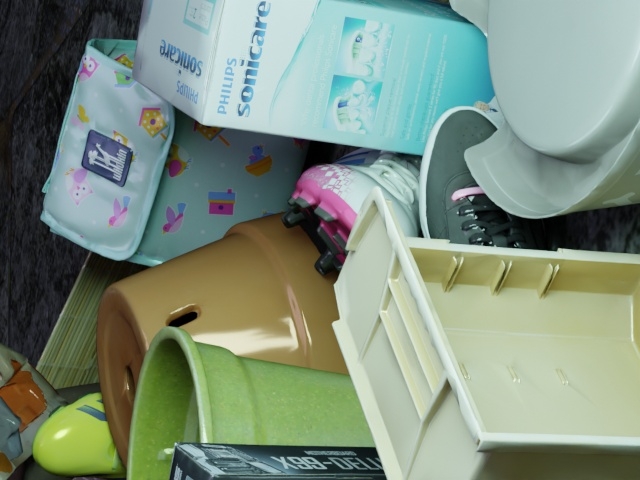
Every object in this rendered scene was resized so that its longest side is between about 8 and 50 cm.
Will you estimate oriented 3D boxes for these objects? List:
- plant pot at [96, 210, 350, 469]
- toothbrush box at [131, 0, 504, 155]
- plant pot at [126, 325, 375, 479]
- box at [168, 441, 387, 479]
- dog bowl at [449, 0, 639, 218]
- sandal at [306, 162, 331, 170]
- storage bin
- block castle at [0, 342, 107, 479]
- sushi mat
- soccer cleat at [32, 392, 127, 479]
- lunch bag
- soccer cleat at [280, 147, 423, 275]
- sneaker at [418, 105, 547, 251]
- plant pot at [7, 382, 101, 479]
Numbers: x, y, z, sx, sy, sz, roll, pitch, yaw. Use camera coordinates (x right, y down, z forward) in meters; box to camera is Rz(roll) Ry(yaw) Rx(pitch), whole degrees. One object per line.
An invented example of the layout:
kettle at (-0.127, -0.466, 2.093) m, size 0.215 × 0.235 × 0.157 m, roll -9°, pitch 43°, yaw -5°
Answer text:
plant pot at (-0.100, 0.125, 1.900) m, size 0.291 × 0.203 × 0.291 m, roll 172°, pitch 90°, yaw -68°
toothbrush box at (0.007, -0.161, 1.681) m, size 0.216 × 0.295 × 0.126 m, roll -144°, pitch 62°, yaw -64°
plant pot at (-0.019, 0.215, 1.685) m, size 0.276 × 0.253 × 0.276 m, roll -178°, pitch 90°, yaw -72°
box at (0.013, 0.291, 1.545) m, size 0.076 × 0.307 × 0.242 m, roll 28°, pitch 111°, yaw 58°
dog bowl at (0.218, -0.185, 1.444) m, size 0.349 × 0.102 × 0.349 m, roll -174°, pitch 90°, yaw -66°
sandal at (0.000, 0.000, 1.948) m, size 0.219 × 0.060 × 0.090 m, roll -99°, pitch 27°, yaw -42°
storage bin at (0.167, 0.086, 1.297) m, size 0.260 × 0.262 × 0.123 m, roll -110°, pitch 32°, yaw -45°
block castle at (-0.352, 0.303, 2.017) m, size 0.213 × 0.453 × 0.303 m, roll -42°, pitch 2°, yaw 11°
sushi mat at (-0.260, 0.099, 2.331) m, size 0.019 × 0.151 × 0.317 m, roll 36°, pitch 104°, yaw 45°
soccer cleat at (-0.164, 0.221, 2.002) m, size 0.121 × 0.289 × 0.093 m, roll 34°, pitch 110°, yaw 48°
lunch bag at (-0.157, -0.087, 2.058) m, size 0.160 × 0.262 × 0.223 m, roll -99°, pitch 24°, yaw -65°
soccer cleat at (0.048, -0.041, 1.685) m, size 0.116 × 0.143 × 0.331 m, roll 53°, pitch 175°, yaw -6°
sneaker at (0.150, 0.018, 1.515) m, size 0.147 × 0.104 × 0.296 m, roll 118°, pitch 146°, yaw -73°
plant pot at (-0.258, 0.269, 2.275) m, size 0.263 × 0.229 × 0.263 m, roll -175°, pitch 90°, yaw -68°
